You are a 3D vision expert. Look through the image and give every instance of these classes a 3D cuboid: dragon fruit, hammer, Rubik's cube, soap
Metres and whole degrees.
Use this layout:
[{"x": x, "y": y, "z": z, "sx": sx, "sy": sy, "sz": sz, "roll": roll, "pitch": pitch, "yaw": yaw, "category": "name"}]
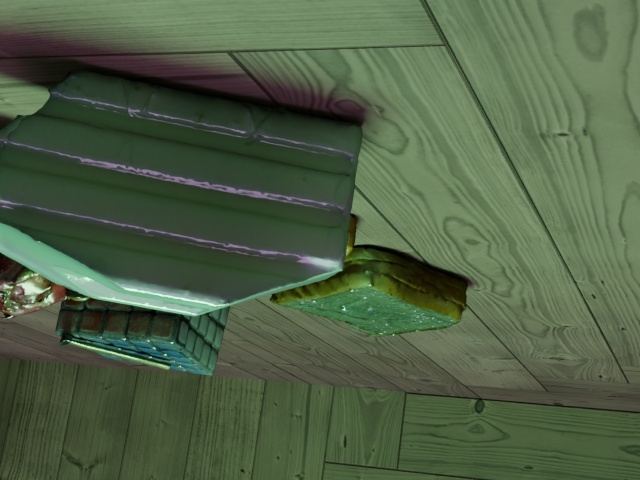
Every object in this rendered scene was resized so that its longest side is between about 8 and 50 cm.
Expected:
[{"x": -0.486, "y": 0.011, "z": 1.831, "sx": 0.282, "sy": 0.211, "sz": 0.147, "roll": 20, "pitch": 153, "yaw": 36, "category": "dragon fruit"}, {"x": -0.354, "y": 0.196, "z": 1.948, "sx": 0.199, "sy": 0.013, "sz": 0.062, "roll": 18, "pitch": 161, "yaw": -23, "category": "hammer"}, {"x": -0.306, "y": 0.095, "z": 2.025, "sx": 0.237, "sy": 0.238, "sz": 0.237, "roll": 6, "pitch": 163, "yaw": 15, "category": "Rubik's cube"}, {"x": -0.188, "y": -0.048, "z": 1.395, "sx": 0.446, "sy": 0.261, "sz": 0.156, "roll": 10, "pitch": 168, "yaw": -10, "category": "soap"}]

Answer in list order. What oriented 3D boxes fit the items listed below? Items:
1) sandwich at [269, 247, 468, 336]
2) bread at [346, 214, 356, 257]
[{"x": 0.103, "y": 0.101, "z": 2.111, "sx": 0.301, "sy": 0.099, "sz": 0.271, "roll": 22, "pitch": 160, "yaw": -39, "category": "sandwich"}, {"x": 0.000, "y": 0.000, "z": 1.868, "sx": 0.103, "sy": 0.065, "sz": 0.187, "roll": 6, "pitch": 167, "yaw": -14, "category": "bread"}]
